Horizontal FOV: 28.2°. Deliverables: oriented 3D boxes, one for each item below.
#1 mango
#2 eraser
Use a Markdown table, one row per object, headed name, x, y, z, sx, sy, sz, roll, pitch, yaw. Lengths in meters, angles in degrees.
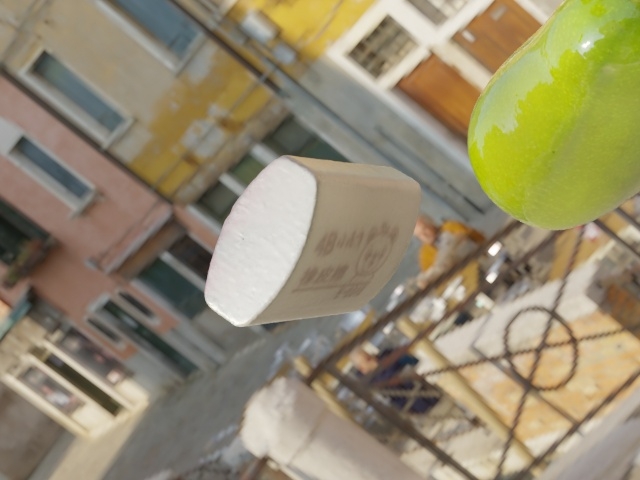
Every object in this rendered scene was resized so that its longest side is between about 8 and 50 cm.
| name | x | y | z | sx | sy | sz | roll | pitch | yaw |
| --- | --- | --- | --- | --- | --- | --- | --- | --- | --- |
| mango | 0.206 | -0.109 | 0.971 | 0.175 | 0.143 | 0.293 | -25 | -18 | -15 |
| eraser | 0.000 | 0.000 | 1.347 | 0.270 | 0.095 | 0.174 | 1 | -62 | -63 |
